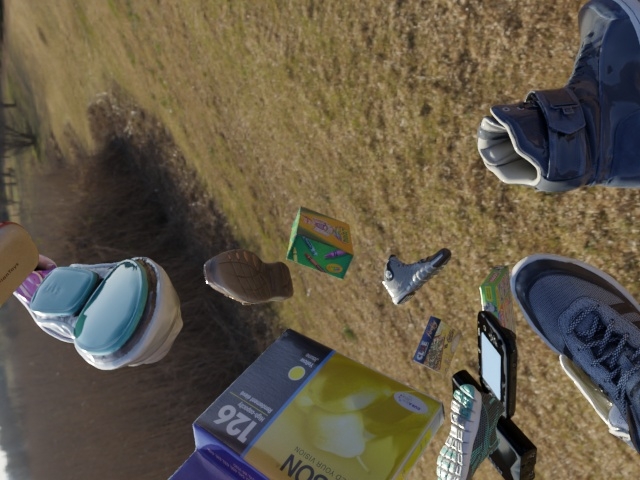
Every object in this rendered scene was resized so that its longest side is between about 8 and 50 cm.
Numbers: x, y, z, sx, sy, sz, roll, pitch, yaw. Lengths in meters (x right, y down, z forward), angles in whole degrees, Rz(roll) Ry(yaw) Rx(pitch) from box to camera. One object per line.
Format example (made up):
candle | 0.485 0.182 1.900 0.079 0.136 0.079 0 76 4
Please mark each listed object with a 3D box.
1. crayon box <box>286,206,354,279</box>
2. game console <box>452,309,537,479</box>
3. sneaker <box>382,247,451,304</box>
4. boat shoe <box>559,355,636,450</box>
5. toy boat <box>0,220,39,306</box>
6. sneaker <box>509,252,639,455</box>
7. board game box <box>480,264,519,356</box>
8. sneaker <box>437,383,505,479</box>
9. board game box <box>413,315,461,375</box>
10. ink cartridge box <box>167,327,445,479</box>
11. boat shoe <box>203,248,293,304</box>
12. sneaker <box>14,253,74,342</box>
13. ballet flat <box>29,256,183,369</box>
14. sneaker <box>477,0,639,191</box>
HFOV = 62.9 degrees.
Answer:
crayon box | 0.000 0.000 1.504 0.278 0.165 0.081 -90 21 -71
game console | 0.313 0.278 0.967 0.213 0.044 0.361 -130 24 -55
sneaker | 0.263 0.072 1.530 0.228 0.086 0.132 -47 63 21
boat shoe | 0.409 0.227 0.666 0.277 0.096 0.098 -123 43 -67
toy boat | -0.752 0.056 1.146 0.151 0.231 0.151 18 142 12
sneaker | 0.302 0.118 0.516 0.268 0.153 0.101 46 107 11
board game box | 0.559 0.258 1.622 0.046 0.213 0.317 -4 102 30
sneaker | 0.220 0.295 0.747 0.065 0.076 0.166 -170 96 -75
board game box | 0.417 0.376 1.852 0.042 0.243 0.165 17 78 37
ink cartridge box | -0.032 0.293 0.751 0.303 0.307 0.072 19 136 36
boat shoe | -0.177 0.100 1.216 0.116 0.324 0.123 -14 72 20
sneaker | -0.705 0.147 1.378 0.282 0.102 0.161 44 130 -8
ballet flat | -0.262 0.098 0.693 0.400 0.139 0.139 0 96 49
sneaker | 0.230 -0.145 0.503 0.086 0.163 0.226 67 -160 -59
